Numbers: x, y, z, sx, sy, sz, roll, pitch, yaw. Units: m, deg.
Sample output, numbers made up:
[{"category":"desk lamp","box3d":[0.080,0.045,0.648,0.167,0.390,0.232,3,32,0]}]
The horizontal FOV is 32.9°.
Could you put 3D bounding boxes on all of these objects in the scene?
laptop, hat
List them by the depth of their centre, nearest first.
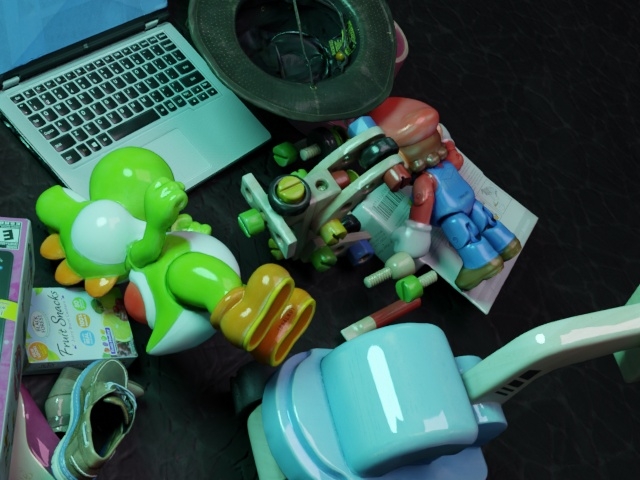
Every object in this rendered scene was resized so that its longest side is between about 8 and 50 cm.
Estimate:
[{"category":"laptop","box3d":[-0.254,-0.284,1.502,0.408,0.236,0.382,48,42,4]},{"category":"hat","box3d":[-0.054,-0.290,1.608,0.331,0.134,0.331,9,67,-24]}]

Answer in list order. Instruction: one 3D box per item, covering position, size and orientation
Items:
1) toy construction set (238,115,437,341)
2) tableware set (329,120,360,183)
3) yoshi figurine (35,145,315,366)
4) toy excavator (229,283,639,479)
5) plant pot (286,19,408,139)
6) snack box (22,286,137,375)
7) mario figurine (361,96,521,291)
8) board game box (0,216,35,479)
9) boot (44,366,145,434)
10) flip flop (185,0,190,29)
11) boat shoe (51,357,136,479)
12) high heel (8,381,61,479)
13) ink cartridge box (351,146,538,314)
[{"category":"toy construction set","box3d":[0.000,0.000,1.531,0.237,0.257,0.308,-27,93,-29]},{"category":"tableware set","box3d":[0.032,-0.111,1.658,0.024,0.154,0.104,-24,64,-28]},{"category":"yoshi figurine","box3d":[-0.173,-0.006,1.310,0.362,0.203,0.203,27,31,21]},{"category":"toy excavator","box3d":[0.169,0.187,1.304,0.433,0.445,0.222,7,55,-34]},{"category":"plant pot","box3d":[0.041,-0.285,1.776,0.201,0.180,0.201,20,48,-24]},{"category":"snack box","box3d":[-0.299,0.107,1.303,0.141,0.037,0.100,2,56,-38]},{"category":"mario figurine","box3d":[0.163,-0.076,1.686,0.320,0.170,0.198,55,9,-1]},{"category":"board game box","box3d":[-0.422,0.114,1.112,0.224,0.097,0.303,3,53,-11]},{"category":"boot","box3d":[-0.264,0.199,1.262,0.118,0.042,0.087,18,55,-26]},{"category":"flip flop","box3d":[-0.189,-0.376,1.736,0.080,0.112,0.277,-25,76,-20]},{"category":"boat shoe","box3d":[-0.234,0.192,1.187,0.066,0.066,0.183,43,28,-26]},{"category":"high heel","box3d":[-0.301,0.236,1.191,0.244,0.082,0.117,51,11,26]},{"category":"ink cartridge box","box3d":[0.205,-0.031,1.788,0.261,0.066,0.296,42,42,-2]}]
